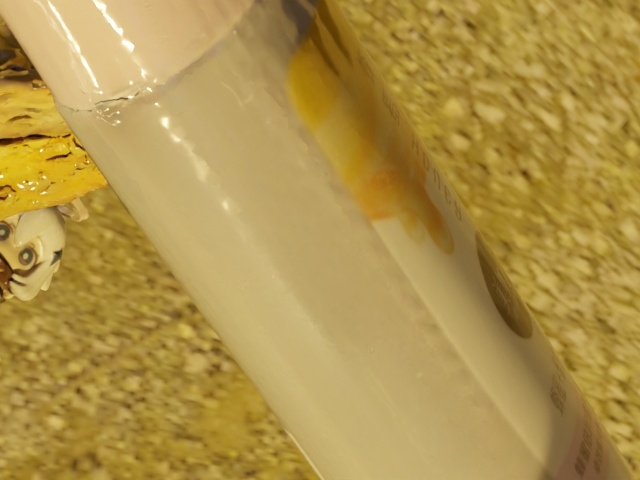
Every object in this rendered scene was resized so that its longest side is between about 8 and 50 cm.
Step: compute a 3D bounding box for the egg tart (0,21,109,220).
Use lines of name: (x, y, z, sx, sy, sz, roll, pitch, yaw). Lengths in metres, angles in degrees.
egg tart: (-0.232, -0.084, 1.298, 0.290, 0.291, 0.107, -19, 81, 20)

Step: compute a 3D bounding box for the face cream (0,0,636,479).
face cream: (0.000, 0.000, 0.503, 0.073, 0.269, 0.107, -29, 24, 11)

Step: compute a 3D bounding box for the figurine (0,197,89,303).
figurine: (-0.253, 0.004, 1.497, 0.132, 0.132, 0.154, 34, 70, 27)
